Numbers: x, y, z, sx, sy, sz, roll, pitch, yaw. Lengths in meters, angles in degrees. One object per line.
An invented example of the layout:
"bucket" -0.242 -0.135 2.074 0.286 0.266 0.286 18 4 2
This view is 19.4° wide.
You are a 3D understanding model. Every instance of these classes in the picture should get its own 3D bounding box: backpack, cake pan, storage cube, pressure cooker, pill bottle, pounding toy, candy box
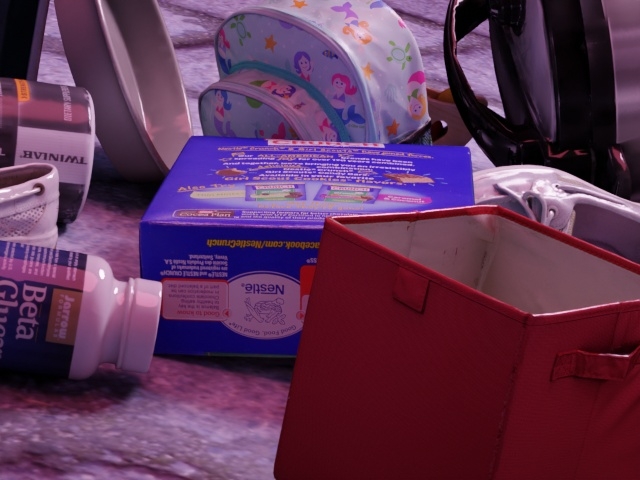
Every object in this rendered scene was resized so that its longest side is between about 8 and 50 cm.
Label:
"backpack" -0.005 -0.125 1.844 0.225 0.253 0.191 25 41 37
"cake pan" -0.202 -0.187 1.919 0.054 0.293 0.293 -16 14 8
"storage cube" 0.108 0.099 1.250 0.183 0.193 0.215 -5 23 -45
"pressure cooker" 0.347 -0.211 2.073 0.420 0.376 0.370 -8 7 -4
"pill bottle" -0.205 0.052 1.374 0.169 0.094 0.094 9 16 -8
"pounding toy" 0.067 -0.179 2.251 0.269 0.154 0.155 13 16 5
"candy box" 0.000 0.000 1.591 0.268 0.122 0.317 2 16 4
"pill bottle" -0.337 -0.089 1.707 0.245 0.130 0.130 5 17 -18

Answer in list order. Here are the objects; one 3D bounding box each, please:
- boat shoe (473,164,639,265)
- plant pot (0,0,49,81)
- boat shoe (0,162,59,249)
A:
"boat shoe" 0.264 0.005 1.830 0.320 0.118 0.103 13 10 -18
"plant pot" -0.413 -0.242 2.009 0.247 0.248 0.252 9 -2 -7
"boat shoe" -0.341 -0.032 1.566 0.277 0.096 0.098 -5 23 -44
